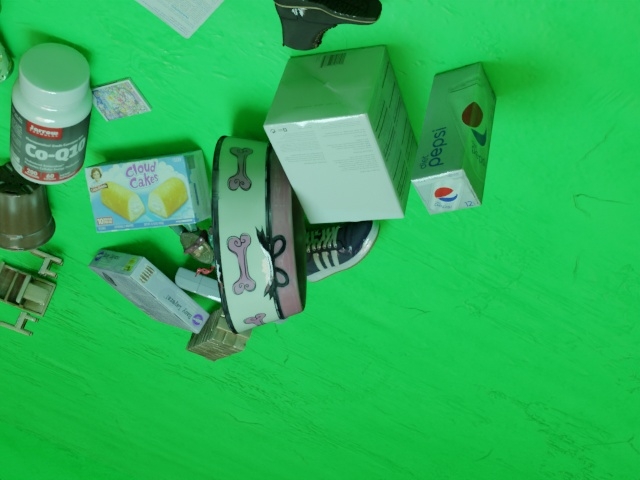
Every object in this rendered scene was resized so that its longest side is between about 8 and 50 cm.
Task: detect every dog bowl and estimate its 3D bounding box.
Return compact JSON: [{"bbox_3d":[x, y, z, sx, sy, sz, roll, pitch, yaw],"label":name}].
[{"bbox_3d":[-0.115,-0.017,1.842,0.150,0.408,0.408,-4,139,4],"label":"dog bowl"}]

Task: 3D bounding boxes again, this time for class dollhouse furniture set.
[{"bbox_3d":[-0.803,0.127,2.398,0.161,0.212,0.242,23,168,-10],"label":"dollhouse furniture set"}]

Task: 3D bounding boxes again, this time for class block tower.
[{"bbox_3d":[-0.267,0.247,2.354,0.097,0.091,0.335,23,160,-13],"label":"block tower"}]

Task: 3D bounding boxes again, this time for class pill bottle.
[{"bbox_3d":[-0.560,-0.260,1.872,0.161,0.161,0.283,21,142,-5],"label":"pill bottle"}]

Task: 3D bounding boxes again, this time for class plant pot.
[{"bbox_3d":[-0.720,-0.090,2.153,0.166,0.167,0.165,15,133,1],"label":"plant pot"}]

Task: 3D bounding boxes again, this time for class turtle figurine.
[{"bbox_3d":[-0.281,-0.013,2.117,0.175,0.118,0.234,-32,113,31],"label":"turtle figurine"}]

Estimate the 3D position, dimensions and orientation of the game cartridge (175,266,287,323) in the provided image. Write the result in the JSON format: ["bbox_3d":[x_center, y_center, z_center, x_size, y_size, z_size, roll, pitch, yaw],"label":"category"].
[{"bbox_3d":[-0.222,0.139,2.250,0.294,0.060,0.196,21,171,-5],"label":"game cartridge"}]

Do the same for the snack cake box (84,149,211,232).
[{"bbox_3d":[-0.380,-0.109,1.996,0.264,0.089,0.152,-5,102,24],"label":"snack cake box"}]

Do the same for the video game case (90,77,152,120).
[{"bbox_3d":[-0.427,-0.297,1.902,0.122,0.011,0.087,-8,136,28],"label":"video game case"}]

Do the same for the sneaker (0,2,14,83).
[{"bbox_3d":[-0.680,-0.391,1.826,0.123,0.110,0.295,7,146,-26],"label":"sneaker"}]

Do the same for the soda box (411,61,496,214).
[{"bbox_3d":[0.239,-0.182,1.579,0.098,0.286,0.091,-10,133,29],"label":"soda box"}]

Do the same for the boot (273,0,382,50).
[{"bbox_3d":[0.015,-0.385,1.598,0.197,0.077,0.137,19,148,18],"label":"boot"}]

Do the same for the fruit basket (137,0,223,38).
[{"bbox_3d":[-0.276,-0.518,1.501,0.327,0.165,0.353,34,154,-20],"label":"fruit basket"}]

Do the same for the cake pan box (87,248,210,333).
[{"bbox_3d":[-0.438,0.132,2.313,0.267,0.070,0.245,46,159,-30],"label":"cake pan box"}]

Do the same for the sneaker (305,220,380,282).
[{"bbox_3d":[0.000,0.000,2.039,0.153,0.099,0.282,33,142,-22],"label":"sneaker"}]

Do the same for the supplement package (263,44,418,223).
[{"bbox_3d":[0.048,-0.194,1.704,0.199,0.198,0.263,-3,137,22],"label":"supplement package"}]
